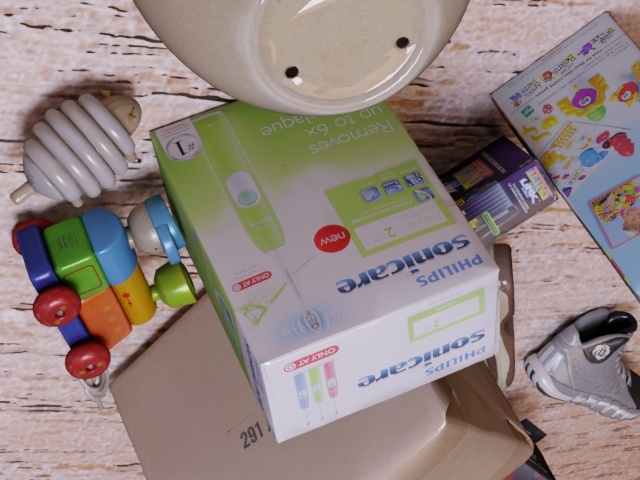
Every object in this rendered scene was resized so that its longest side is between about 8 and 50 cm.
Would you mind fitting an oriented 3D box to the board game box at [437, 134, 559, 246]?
[{"bbox_3d":[0.144,-0.037,1.331,0.141,0.170,0.048,-34,102,4],"label":"board game box"}]

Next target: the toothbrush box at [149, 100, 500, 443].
[{"bbox_3d":[0.000,0.000,1.179,0.206,0.283,0.122,-20,142,-10],"label":"toothbrush box"}]

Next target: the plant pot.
[{"bbox_3d":[-0.005,-0.198,0.981,0.284,0.191,0.284,-7,131,-8],"label":"plant pot"}]

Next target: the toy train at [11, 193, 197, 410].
[{"bbox_3d":[-0.178,0.062,1.276,0.143,0.105,0.248,-22,141,-5],"label":"toy train"}]

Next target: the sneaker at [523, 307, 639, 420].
[{"bbox_3d":[0.376,0.152,1.748,0.229,0.086,0.132,14,123,-40],"label":"sneaker"}]

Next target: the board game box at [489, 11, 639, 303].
[{"bbox_3d":[0.306,-0.059,1.310,0.144,0.275,0.142,-35,142,8],"label":"board game box"}]

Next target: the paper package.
[{"bbox_3d":[-0.012,0.173,1.343,0.325,0.309,0.168,-43,143,18],"label":"paper package"}]

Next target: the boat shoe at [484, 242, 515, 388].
[{"bbox_3d":[0.170,0.086,1.556,0.095,0.095,0.257,-4,142,6],"label":"boat shoe"}]

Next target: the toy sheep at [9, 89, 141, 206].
[{"bbox_3d":[-0.201,-0.072,1.134,0.132,0.091,0.091,-45,143,-10],"label":"toy sheep"}]

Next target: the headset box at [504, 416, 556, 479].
[{"bbox_3d":[0.157,0.317,1.771,0.293,0.110,0.218,-37,141,10],"label":"headset box"}]
